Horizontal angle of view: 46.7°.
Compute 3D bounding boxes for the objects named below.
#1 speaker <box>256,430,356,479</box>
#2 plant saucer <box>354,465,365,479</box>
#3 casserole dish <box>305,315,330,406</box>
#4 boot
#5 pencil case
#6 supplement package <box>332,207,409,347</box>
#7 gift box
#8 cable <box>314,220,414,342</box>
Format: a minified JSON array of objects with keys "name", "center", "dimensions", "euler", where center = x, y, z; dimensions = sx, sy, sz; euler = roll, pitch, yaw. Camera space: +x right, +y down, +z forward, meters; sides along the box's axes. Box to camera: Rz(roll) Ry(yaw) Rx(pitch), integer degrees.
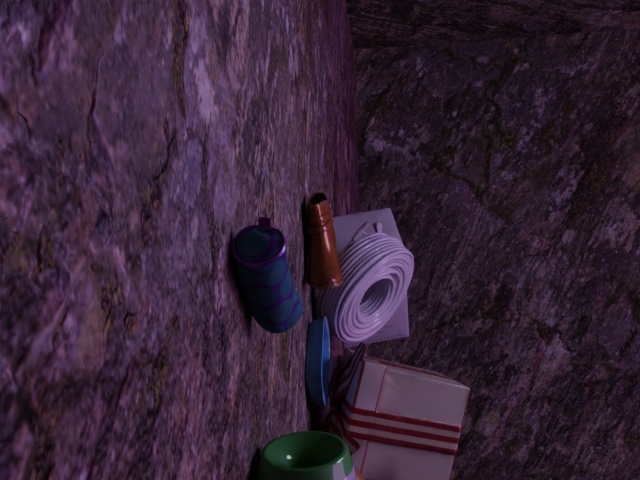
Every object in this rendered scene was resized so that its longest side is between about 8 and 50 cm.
[{"name":"speaker","center":[-0.010,0.402,0.941],"dimensions":[0.131,0.131,0.297],"euler":[-63,150,-77]},{"name":"plant saucer","center":[0.018,0.374,1.029],"dimensions":[0.037,0.199,0.200],"euler":[-13,104,-39]},{"name":"casserole dish","center":[-0.005,0.238,1.467],"dimensions":[0.114,0.036,0.189],"euler":[81,10,-47]},{"name":"boot","center":[0.000,0.000,1.468],"dimensions":[0.197,0.072,0.153],"euler":[-108,-167,-67]},{"name":"pencil case","center":[-0.062,0.046,0.893],"dimensions":[0.152,0.064,0.070],"euler":[80,26,-52]},{"name":"supplement package","center":[0.114,0.095,1.851],"dimensions":[0.175,0.177,0.293],"euler":[-103,-176,-52]},{"name":"gift box","center":[0.135,0.351,1.501],"dimensions":[0.276,0.258,0.255],"euler":[136,-33,-80]},{"name":"cable","center":[0.102,0.106,1.628],"dimensions":[0.257,0.089,0.257],"euler":[-52,147,-3]}]
